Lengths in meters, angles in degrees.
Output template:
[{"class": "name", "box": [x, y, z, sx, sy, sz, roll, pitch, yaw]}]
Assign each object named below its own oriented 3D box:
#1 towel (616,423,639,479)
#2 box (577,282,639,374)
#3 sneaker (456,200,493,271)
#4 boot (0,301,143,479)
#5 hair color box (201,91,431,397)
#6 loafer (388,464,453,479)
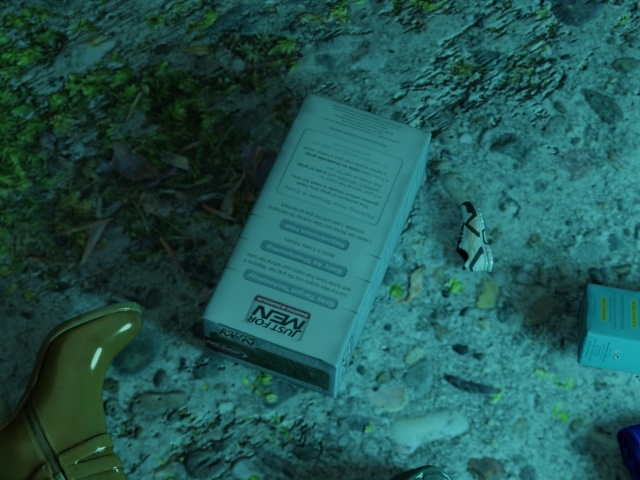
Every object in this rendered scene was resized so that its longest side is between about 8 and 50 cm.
[{"class": "towel", "box": [0.546, 0.304, 1.644, 0.308, 0.076, 0.227, -10, 63, -7]}, {"class": "box", "box": [0.461, 0.128, 1.731, 0.244, 0.060, 0.100, 9, 42, 3]}, {"class": "sneaker", "box": [0.205, -0.006, 1.823, 0.044, 0.040, 0.109, -9, 61, -4]}, {"class": "boot", "box": [-0.292, 0.224, 1.638, 0.283, 0.109, 0.220, -34, 66, -16]}, {"class": "hair color box", "box": [0.000, 0.000, 1.772, 0.185, 0.113, 0.374, 19, 62, 9]}, {"class": "loafer", "box": [0.044, 0.364, 1.605, 0.268, 0.084, 0.096, -32, 98, -14]}]
